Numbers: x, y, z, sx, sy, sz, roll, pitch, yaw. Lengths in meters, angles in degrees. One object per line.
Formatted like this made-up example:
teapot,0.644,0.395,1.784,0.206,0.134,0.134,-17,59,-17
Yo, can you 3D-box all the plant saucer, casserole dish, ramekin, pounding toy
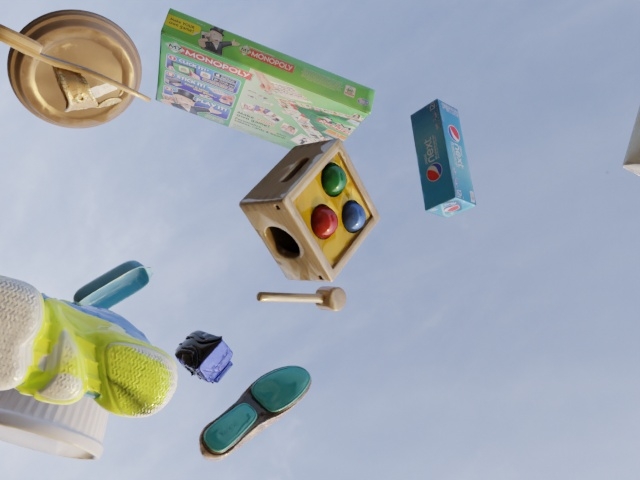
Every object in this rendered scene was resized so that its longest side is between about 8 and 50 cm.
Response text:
plant saucer,-0.528,-0.361,1.227,0.278,0.277,0.041,-54,-131,22
casserole dish,-0.456,0.103,1.218,0.037,0.188,0.114,51,-22,17
ramekin,-0.557,0.345,1.134,0.272,0.273,0.127,-6,-127,28
pounding toy,-0.002,0.010,0.705,0.094,0.181,0.206,-1,-50,44

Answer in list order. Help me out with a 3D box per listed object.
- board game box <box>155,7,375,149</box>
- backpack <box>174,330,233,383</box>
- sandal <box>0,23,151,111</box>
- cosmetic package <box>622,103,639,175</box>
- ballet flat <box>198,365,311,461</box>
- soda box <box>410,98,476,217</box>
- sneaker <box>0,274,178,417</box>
board game box,-0.098,-0.232,0.898,0.317,0.213,0.046,18,-108,-14
backpack,-0.271,0.270,1.286,0.120,0.098,0.101,12,-45,41
sandal,-0.393,-0.242,0.870,0.088,0.240,0.079,34,-81,56
cosmetic package,0.480,-0.206,0.641,0.113,0.160,0.310,9,-97,65
ballet flat,-0.154,0.398,1.296,0.107,0.316,0.106,46,-40,22
soda box,0.230,-0.155,1.059,0.071,0.067,0.210,-26,-120,43
sneaker,-0.253,0.092,0.520,0.240,0.126,0.091,33,-98,-21
